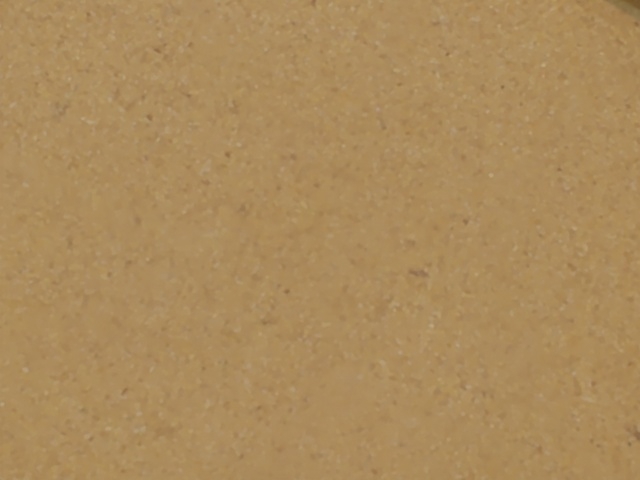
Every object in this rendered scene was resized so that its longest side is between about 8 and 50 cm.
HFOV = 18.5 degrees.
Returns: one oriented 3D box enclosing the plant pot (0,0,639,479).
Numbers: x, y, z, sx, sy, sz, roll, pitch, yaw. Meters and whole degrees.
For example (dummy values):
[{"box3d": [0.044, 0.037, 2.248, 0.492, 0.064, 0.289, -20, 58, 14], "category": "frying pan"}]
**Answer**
[{"box3d": [0.000, 0.000, 0.354, 0.236, 0.032, 0.236, 1, 70, -3], "category": "plant pot"}]
